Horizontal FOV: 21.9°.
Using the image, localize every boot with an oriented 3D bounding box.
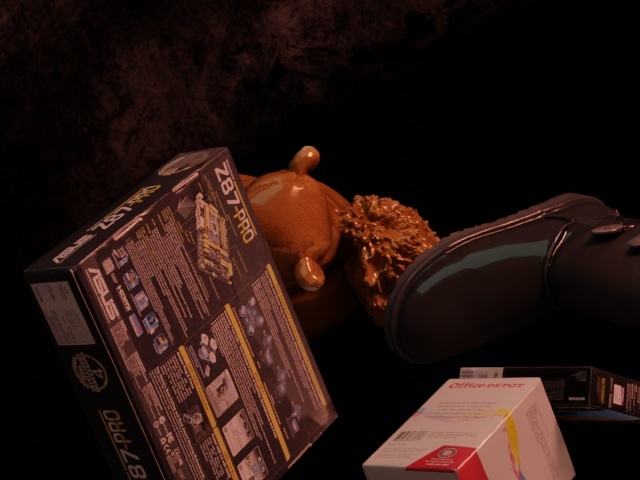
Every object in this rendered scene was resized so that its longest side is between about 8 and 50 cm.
[{"bbox_3d":[0.327,0.074,1.999,0.367,0.146,0.445,-31,24,-19],"label":"boot"}]

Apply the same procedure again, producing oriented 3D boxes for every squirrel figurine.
[{"bbox_3d":[0.000,0.000,2.249,0.397,0.281,0.370,3,-16,-3],"label":"squirrel figurine"}]

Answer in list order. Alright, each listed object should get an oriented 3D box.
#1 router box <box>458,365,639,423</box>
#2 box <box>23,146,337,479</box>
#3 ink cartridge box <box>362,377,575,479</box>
[{"bbox_3d":[0.260,0.170,1.810,0.179,0.046,0.133,-5,-17,44],"label":"router box"},{"bbox_3d":[-0.154,0.130,1.972,0.097,0.395,0.318,-5,25,39],"label":"box"},{"bbox_3d":[0.158,0.239,1.720,0.128,0.127,0.176,-5,25,43],"label":"ink cartridge box"}]
